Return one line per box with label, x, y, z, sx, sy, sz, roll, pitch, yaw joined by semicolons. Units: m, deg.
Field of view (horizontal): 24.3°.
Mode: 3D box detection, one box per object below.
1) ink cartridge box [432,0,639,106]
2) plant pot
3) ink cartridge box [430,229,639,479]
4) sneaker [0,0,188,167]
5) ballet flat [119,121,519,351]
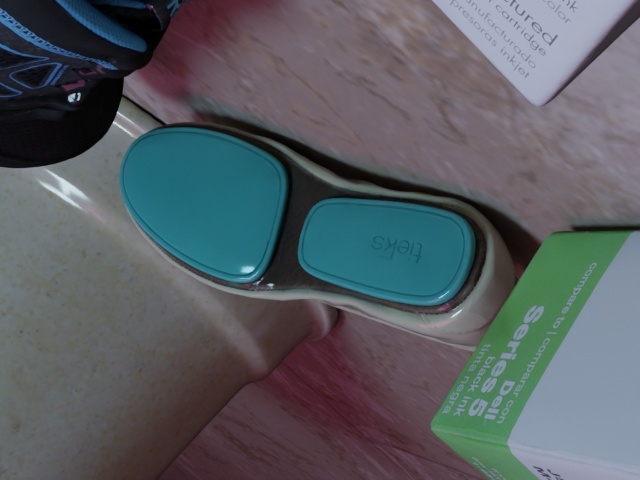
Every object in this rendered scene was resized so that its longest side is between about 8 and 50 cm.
ink cartridge box;0.053;-0.120;0.273;0.115;0.067;0.198;46;159;6
plant pot;-0.208;0.083;0.999;0.334;0.305;0.334;32;164;10
ink cartridge box;0.201;0.095;0.551;0.198;0.115;0.273;41;163;-20
sneaker;-0.120;-0.099;0.634;0.139;0.125;0.341;28;165;9
ballet flat;0.000;0.000;0.769;0.248;0.086;0.086;21;159;38
